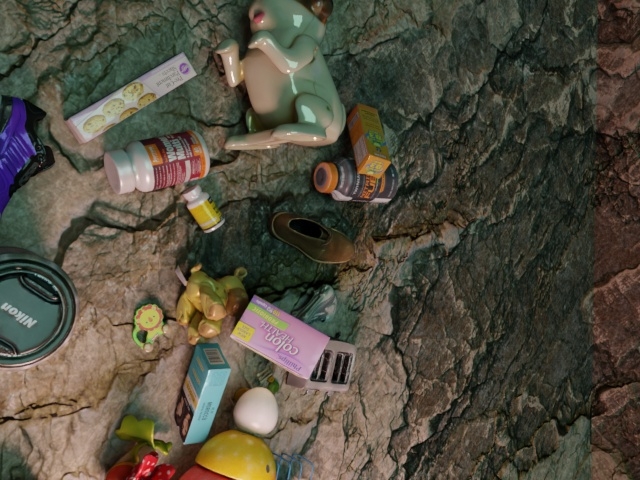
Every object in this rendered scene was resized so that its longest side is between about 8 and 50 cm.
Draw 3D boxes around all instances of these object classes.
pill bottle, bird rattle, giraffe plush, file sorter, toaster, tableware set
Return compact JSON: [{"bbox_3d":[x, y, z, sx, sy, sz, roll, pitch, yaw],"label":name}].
[{"bbox_3d":[-0.387,-0.184,1.352,0.221,0.121,0.121,-20,105,-33],"label":"pill bottle"},{"bbox_3d":[-0.428,0.545,1.318,0.207,0.253,0.143,-44,118,2],"label":"bird rattle"},{"bbox_3d":[-0.263,0.150,1.463,0.171,0.181,0.210,0,59,-45],"label":"giraffe plush"},{"bbox_3d":[0.102,-0.180,1.690,0.246,0.130,0.130,-1,94,-34],"label":"pill bottle"},{"bbox_3d":[-0.123,0.664,1.607,0.170,0.118,0.104,17,80,-35],"label":"file sorter"},{"bbox_3d":[0.005,0.357,1.675,0.168,0.110,0.185,17,84,-36],"label":"toaster"},{"bbox_3d":[-0.186,0.433,1.602,0.154,0.024,0.104,-38,117,-28],"label":"tableware set"},{"bbox_3d":[-0.301,-0.083,1.454,0.065,0.065,0.116,-42,116,-25],"label":"pill bottle"}]

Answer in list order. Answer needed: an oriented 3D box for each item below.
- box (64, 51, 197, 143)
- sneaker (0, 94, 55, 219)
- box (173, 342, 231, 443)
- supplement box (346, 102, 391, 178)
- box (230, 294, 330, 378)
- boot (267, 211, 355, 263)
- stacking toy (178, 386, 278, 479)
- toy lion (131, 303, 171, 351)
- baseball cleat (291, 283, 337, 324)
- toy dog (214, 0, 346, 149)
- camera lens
[{"bbox_3d":[-0.442,-0.338,1.336,0.324,0.063,0.067,-41,116,-26],"label":"box"},{"bbox_3d":[-0.637,-0.156,1.190,0.146,0.102,0.293,9,89,-36],"label":"sneaker"},{"bbox_3d":[-0.297,0.380,1.412,0.060,0.100,0.244,5,118,-34],"label":"box"},{"bbox_3d":[0.139,-0.293,1.659,0.078,0.080,0.233,12,50,-25],"label":"supplement box"},{"bbox_3d":[-0.109,0.252,1.462,0.214,0.243,0.117,29,77,0],"label":"box"},{"bbox_3d":[0.000,0.000,1.643,0.305,0.115,0.112,21,79,-36],"label":"boot"},{"bbox_3d":[-0.224,0.601,1.414,0.351,0.351,0.479,29,70,-33],"label":"stacking toy"},{"bbox_3d":[-0.428,0.211,1.411,0.100,0.034,0.096,-49,111,-22],"label":"toy lion"},{"bbox_3d":[-0.020,0.226,1.672,0.206,0.072,0.109,-44,123,-20],"label":"baseball cleat"},{"bbox_3d":[-0.066,-0.452,1.464,0.396,0.285,0.407,-8,96,-35],"label":"toy dog"},{"bbox_3d":[-0.615,0.125,1.121,0.220,0.274,0.219,-3,95,-35],"label":"camera lens"}]
